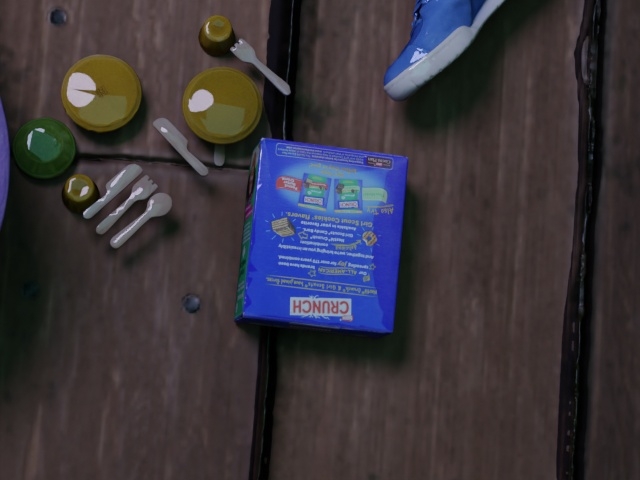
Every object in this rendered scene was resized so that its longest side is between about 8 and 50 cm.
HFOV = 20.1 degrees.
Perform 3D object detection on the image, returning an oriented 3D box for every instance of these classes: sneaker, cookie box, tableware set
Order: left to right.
[{"bbox_3d":[-0.103,-0.074,1.079,0.154,0.024,0.104,-44,86,-12],"label":"tableware set"},{"bbox_3d":[0.000,0.000,1.071,0.091,0.040,0.107,8,79,-8],"label":"cookie box"},{"bbox_3d":[0.069,-0.159,1.097,0.084,0.058,0.152,44,73,-6],"label":"sneaker"}]

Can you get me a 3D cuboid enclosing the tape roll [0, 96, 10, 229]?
[{"bbox_3d":[-0.304,-0.050,0.950,0.274,0.090,0.275,-5,109,-14],"label":"tape roll"}]
